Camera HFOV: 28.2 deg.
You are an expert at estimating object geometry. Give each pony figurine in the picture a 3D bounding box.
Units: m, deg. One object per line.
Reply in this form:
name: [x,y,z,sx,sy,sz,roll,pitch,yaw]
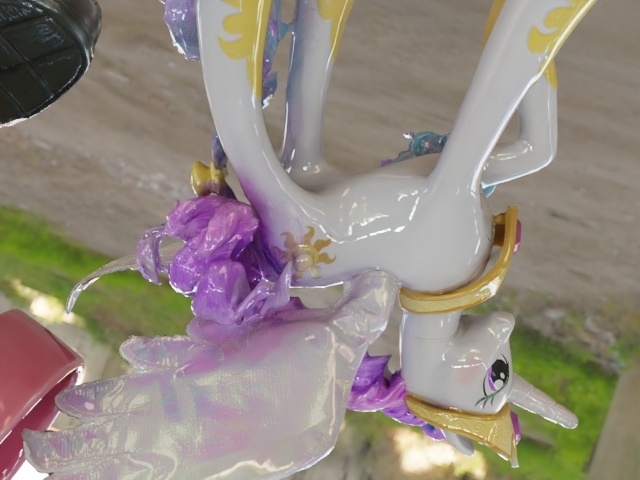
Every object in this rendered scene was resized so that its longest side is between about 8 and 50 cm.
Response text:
pony figurine: [0.000,0.000,0.786,0.350,0.364,0.303,-1,-151,-3]

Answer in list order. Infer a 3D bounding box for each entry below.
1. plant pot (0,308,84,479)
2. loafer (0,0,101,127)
plant pot: [-0.269,0.096,0.740,0.180,0.201,0.201,36,170,1]
loafer: [-0.130,-0.076,0.434,0.170,0.061,0.062,1,140,40]
